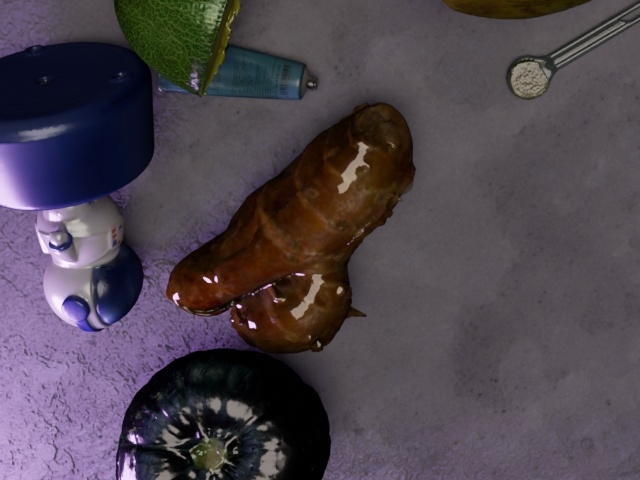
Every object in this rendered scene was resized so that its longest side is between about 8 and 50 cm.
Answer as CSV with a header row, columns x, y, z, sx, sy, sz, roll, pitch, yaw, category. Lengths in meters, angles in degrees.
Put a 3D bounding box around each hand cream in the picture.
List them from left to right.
x,y,z,sx,sy,sz,roll,pitch,yaw,category
-0.114,-0.230,1.664,0.224,0.048,0.083,10,108,4,hand cream

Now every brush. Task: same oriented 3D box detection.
x,y,z,sx,sy,sz,roll,pitch,yaw,category
0.375,-0.276,1.648,0.266,0.027,0.062,-31,106,10,brush

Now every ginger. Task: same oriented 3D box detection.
x,y,z,sx,sy,sz,roll,pitch,yaw,category
0.000,0.000,1.669,0.254,0.176,0.418,38,107,-19,ginger

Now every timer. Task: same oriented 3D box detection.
x,y,z,sx,sy,sz,roll,pitch,yaw,category
-0.330,-0.049,1.636,0.270,0.270,0.383,-7,122,3,timer

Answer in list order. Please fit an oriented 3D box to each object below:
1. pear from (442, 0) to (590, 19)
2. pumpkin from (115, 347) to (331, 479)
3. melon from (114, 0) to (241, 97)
x,y,z,sx,sy,sz,roll,pitch,yaw,category
0.252,-0.446,1.445,0.352,0.352,0.413,40,111,-12,pear
-0.139,0.305,1.739,0.315,0.238,0.315,0,90,2,pumpkin
-0.173,-0.341,1.530,0.169,0.129,0.265,20,76,3,melon
